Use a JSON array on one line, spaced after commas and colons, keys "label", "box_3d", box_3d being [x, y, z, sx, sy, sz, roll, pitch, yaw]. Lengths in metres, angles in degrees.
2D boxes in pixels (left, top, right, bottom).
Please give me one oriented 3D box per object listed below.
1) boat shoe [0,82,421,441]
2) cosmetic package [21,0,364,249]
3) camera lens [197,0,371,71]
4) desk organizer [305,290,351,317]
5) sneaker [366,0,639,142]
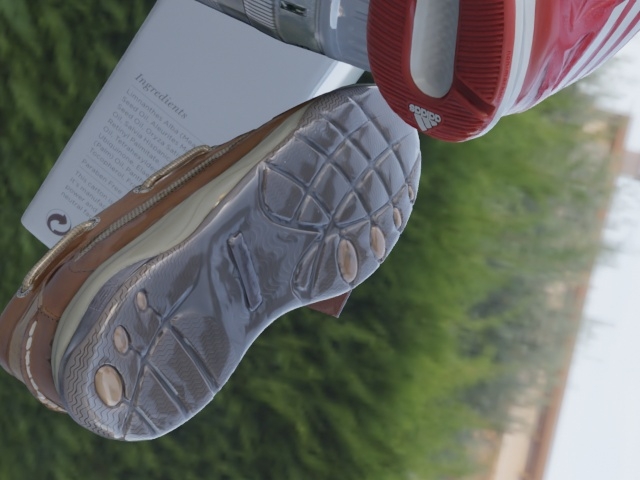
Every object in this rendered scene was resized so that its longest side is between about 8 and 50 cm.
[{"label": "boat shoe", "box_3d": [-0.059, -0.009, 0.789, 0.324, 0.116, 0.123, -35, 123, -43]}, {"label": "cosmetic package", "box_3d": [-0.064, -0.161, 1.237, 0.453, 0.161, 0.230, -52, 177, 28]}, {"label": "camera lens", "box_3d": [-0.036, -0.245, 0.791, 0.219, 0.274, 0.219, -59, 168, -21]}, {"label": "desk organizer", "box_3d": [0.000, 0.000, 1.036, 0.130, 0.050, 0.047, -86, -161, -58]}, {"label": "sneaker", "box_3d": [0.085, -0.151, 0.472, 0.128, 0.087, 0.221, -23, 136, -45]}]
